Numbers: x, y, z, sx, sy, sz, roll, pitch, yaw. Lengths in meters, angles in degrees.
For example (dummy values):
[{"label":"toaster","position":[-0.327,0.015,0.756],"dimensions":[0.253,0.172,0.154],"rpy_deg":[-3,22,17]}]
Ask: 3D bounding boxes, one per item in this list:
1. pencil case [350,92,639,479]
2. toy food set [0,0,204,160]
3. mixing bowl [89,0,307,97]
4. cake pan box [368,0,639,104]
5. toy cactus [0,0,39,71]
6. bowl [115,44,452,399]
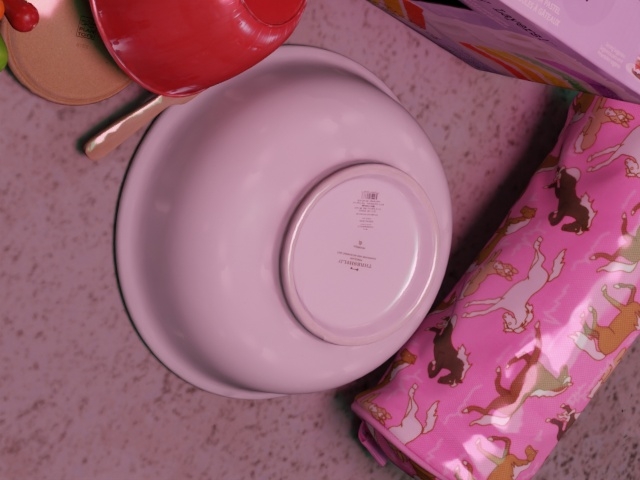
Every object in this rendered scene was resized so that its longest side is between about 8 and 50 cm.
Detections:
[{"label":"pencil case","position":[0.188,0.050,1.351],"dimensions":[0.160,0.167,0.386],"rpy_deg":[37,84,-4]},{"label":"toy food set","position":[-0.174,-0.162,1.166],"dimensions":[0.132,0.038,0.192],"rpy_deg":[-37,124,-13]},{"label":"mixing bowl","position":[-0.071,-0.195,1.148],"dimensions":[0.181,0.098,0.181],"rpy_deg":[-4,96,-53]},{"label":"cake pan box","position":[0.114,-0.197,1.212],"dimensions":[0.267,0.246,0.070],"rpy_deg":[27,86,-35]},{"label":"toy cactus","position":[-0.241,-0.217,1.026],"dimensions":[0.219,0.112,0.180],"rpy_deg":[53,48,-29]},{"label":"bowl","position":[0.000,0.000,1.254],"dimensions":[0.298,0.134,0.298],"rpy_deg":[-9,107,-31]}]
